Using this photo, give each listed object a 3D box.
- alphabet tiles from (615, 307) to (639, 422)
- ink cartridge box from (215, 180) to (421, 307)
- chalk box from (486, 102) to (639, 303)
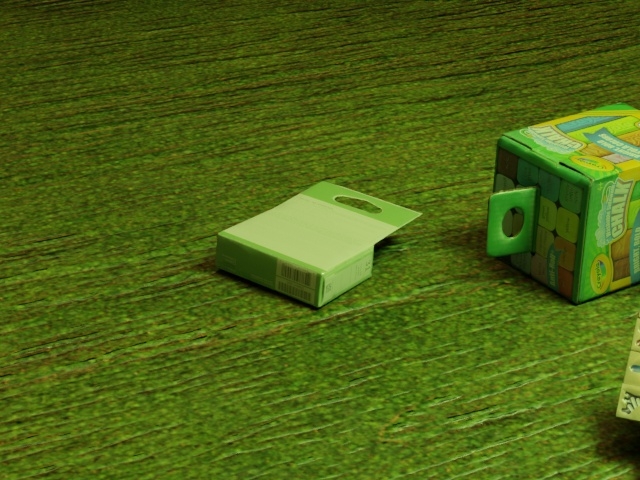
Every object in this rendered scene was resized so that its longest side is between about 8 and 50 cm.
[{"bbox_3d":[0.417,0.170,1.717,0.198,0.009,0.237,10,65,16],"label":"alphabet tiles"},{"bbox_3d":[0.000,0.000,2.131,0.171,0.056,0.235,20,28,30],"label":"ink cartridge box"},{"bbox_3d":[0.340,-0.046,2.113,0.289,0.180,0.179,-17,32,-32],"label":"chalk box"}]
